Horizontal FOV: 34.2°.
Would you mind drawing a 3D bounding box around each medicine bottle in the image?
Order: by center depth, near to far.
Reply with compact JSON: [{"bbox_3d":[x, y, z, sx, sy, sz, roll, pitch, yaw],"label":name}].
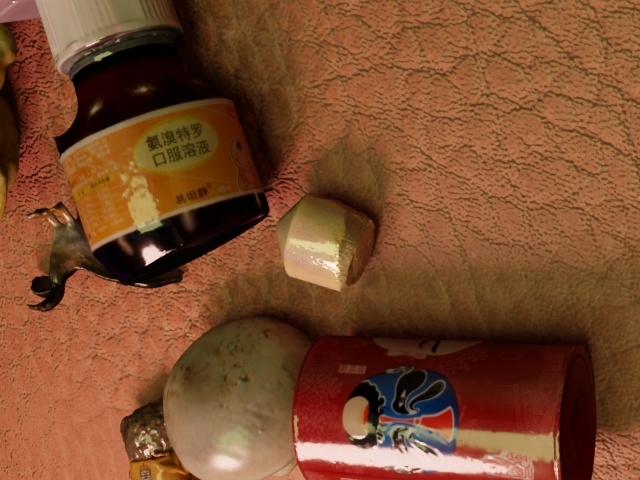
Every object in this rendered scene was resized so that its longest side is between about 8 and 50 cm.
[{"bbox_3d":[-0.237,-0.161,1.337,0.242,0.242,0.395,-24,89,30],"label":"medicine bottle"}]

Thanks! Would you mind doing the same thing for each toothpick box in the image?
[{"bbox_3d":[0.155,0.222,1.290,0.333,0.204,0.204,-1,106,25],"label":"toothpick box"}]

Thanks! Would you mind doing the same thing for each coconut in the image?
[{"bbox_3d":[0.000,0.000,1.344,0.122,0.116,0.116,20,114,16],"label":"coconut"}]

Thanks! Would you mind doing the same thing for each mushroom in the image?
[{"bbox_3d":[-0.088,0.235,1.430,0.243,0.243,0.243,8,110,24],"label":"mushroom"}]

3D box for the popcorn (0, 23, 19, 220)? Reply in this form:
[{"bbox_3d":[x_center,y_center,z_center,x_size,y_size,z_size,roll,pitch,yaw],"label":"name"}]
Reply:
[{"bbox_3d":[-0.580,-0.171,1.512,0.293,0.292,0.334,50,148,45],"label":"popcorn"}]

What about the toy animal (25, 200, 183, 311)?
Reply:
[{"bbox_3d":[-0.374,0.027,1.502,0.272,0.197,0.160,-12,98,33],"label":"toy animal"}]

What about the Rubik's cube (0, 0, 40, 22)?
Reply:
[{"bbox_3d":[-0.409,-0.426,1.342,0.225,0.221,0.231,-29,92,30],"label":"Rubik's cube"}]

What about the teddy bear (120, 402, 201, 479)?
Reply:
[{"bbox_3d":[-0.233,0.336,1.562,0.177,0.140,0.190,-23,87,33],"label":"teddy bear"}]
